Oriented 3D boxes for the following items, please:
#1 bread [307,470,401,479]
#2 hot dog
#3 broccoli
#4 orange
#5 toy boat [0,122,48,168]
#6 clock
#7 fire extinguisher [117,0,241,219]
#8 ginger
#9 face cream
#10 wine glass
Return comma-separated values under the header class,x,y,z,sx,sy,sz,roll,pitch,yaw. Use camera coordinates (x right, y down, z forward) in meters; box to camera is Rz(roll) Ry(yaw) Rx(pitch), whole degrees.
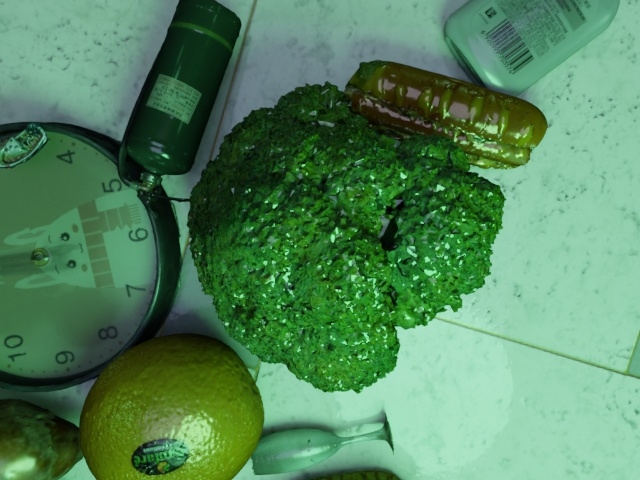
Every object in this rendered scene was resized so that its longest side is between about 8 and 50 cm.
class,x,y,z,sx,sy,sz,roll,pitch,yaw
bread,0.038,0.442,0.881,0.254,0.142,0.227,-17,94,7
hot dog,0.160,-0.161,0.860,0.269,0.115,0.072,15,58,3
broccoli,-0.003,-0.008,0.784,0.321,0.310,0.413,45,128,-10
orange,-0.191,0.232,0.841,0.237,0.236,0.236,0,94,3
toy boat,-0.391,-0.120,0.841,0.083,0.038,0.038,-39,91,3
clock,-0.390,0.023,0.905,0.387,0.076,0.385,0,93,2
fire extinguisher,-0.192,-0.166,0.849,0.118,0.093,0.294,17,82,6
ginger,-0.416,0.352,0.876,0.256,0.176,0.375,-16,100,-5
face cream,0.311,-0.317,0.853,0.291,0.071,0.144,-38,94,5
wine glass,0.002,0.288,0.913,0.198,0.066,0.066,-12,93,6
